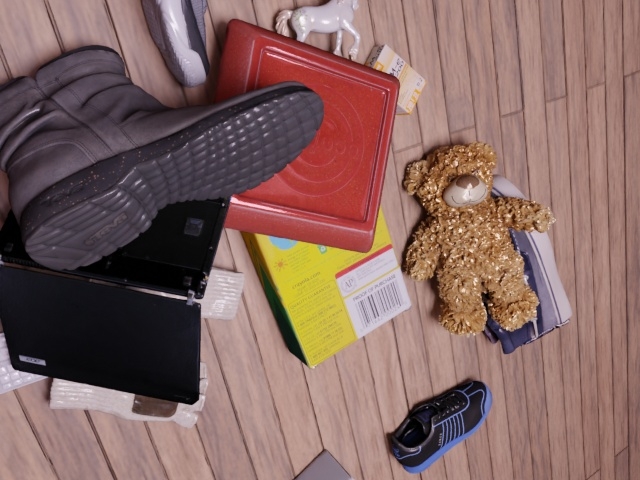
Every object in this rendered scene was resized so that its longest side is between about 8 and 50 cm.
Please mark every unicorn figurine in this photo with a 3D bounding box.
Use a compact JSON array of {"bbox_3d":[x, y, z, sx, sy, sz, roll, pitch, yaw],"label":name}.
[{"bbox_3d":[0.012,-0.304,0.710,0.161,0.060,0.111,-18,110,-25],"label":"unicorn figurine"}]

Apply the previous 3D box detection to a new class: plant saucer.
[{"bbox_3d":[-0.012,-0.127,0.658,0.258,0.047,0.259,11,89,-24],"label":"plant saucer"}]

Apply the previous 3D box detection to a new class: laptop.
[{"bbox_3d":[-0.231,0.032,0.597,0.234,0.137,0.265,10,67,2],"label":"laptop"}]

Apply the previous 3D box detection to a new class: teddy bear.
[{"bbox_3d":[0.255,0.009,0.848,0.113,0.244,0.339,-43,135,-65],"label":"teddy bear"}]

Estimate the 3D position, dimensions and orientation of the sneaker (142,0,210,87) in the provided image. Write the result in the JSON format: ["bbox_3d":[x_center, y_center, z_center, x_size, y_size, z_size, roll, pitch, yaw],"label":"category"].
[{"bbox_3d":[-0.137,-0.327,0.596,0.152,0.101,0.269,-19,107,-22],"label":"sneaker"}]

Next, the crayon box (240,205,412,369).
[{"bbox_3d":[0.000,0.000,0.755,0.202,0.081,0.319,-27,110,-21],"label":"crayon box"}]

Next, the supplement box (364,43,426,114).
[{"bbox_3d":[0.112,-0.248,0.792,0.098,0.036,0.062,29,86,-31],"label":"supplement box"}]

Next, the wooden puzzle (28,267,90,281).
[{"bbox_3d":[-0.309,0.029,0.633,0.116,0.014,0.078,-49,115,-11],"label":"wooden puzzle"}]

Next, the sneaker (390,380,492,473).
[{"bbox_3d":[0.232,0.338,0.965,0.232,0.081,0.091,-38,124,-15],"label":"sneaker"}]

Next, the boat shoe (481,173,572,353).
[{"bbox_3d":[0.337,0.058,0.942,0.158,0.127,0.341,-32,107,-4],"label":"boat shoe"}]

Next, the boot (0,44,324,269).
[{"bbox_3d":[-0.183,-0.138,0.540,0.338,0.223,0.118,-26,153,-19],"label":"boot"}]

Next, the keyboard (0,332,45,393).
[{"bbox_3d":[-0.325,0.129,0.645,0.255,0.014,0.072,-18,109,-25],"label":"keyboard"}]

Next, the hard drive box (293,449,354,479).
[{"bbox_3d":[-0.015,0.509,0.861,0.232,0.089,0.181,-40,118,-16],"label":"hard drive box"}]

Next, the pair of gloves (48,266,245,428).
[{"bbox_3d":[-0.219,0.128,0.671,0.204,0.042,0.240,22,90,-31],"label":"pair of gloves"}]
